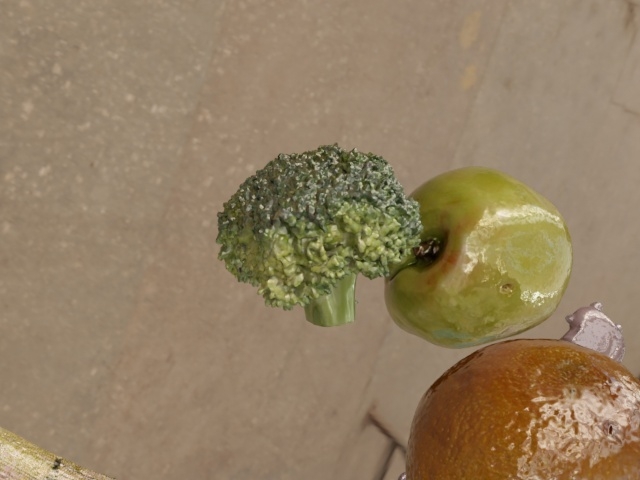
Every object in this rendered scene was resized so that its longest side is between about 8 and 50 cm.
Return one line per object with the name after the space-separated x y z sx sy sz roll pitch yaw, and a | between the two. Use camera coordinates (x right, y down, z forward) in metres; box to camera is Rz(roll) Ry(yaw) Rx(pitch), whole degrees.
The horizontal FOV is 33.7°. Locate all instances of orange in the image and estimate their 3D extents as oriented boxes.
0.205 0.217 0.993 0.264 0.264 0.264 -37 140 -40 | orange

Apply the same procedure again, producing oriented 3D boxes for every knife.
0.253 0.221 1.305 0.398 0.132 0.038 -39 176 -26 | knife

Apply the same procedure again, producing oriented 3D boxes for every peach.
0.247 0.024 1.688 0.316 0.314 0.281 -7 80 -37 | peach

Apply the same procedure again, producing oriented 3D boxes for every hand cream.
-0.162 0.188 0.725 0.084 0.203 0.084 -55 -168 17 | hand cream

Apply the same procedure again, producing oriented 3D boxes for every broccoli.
-0.013 -0.011 1.464 0.235 0.288 0.260 13 97 -30 | broccoli
